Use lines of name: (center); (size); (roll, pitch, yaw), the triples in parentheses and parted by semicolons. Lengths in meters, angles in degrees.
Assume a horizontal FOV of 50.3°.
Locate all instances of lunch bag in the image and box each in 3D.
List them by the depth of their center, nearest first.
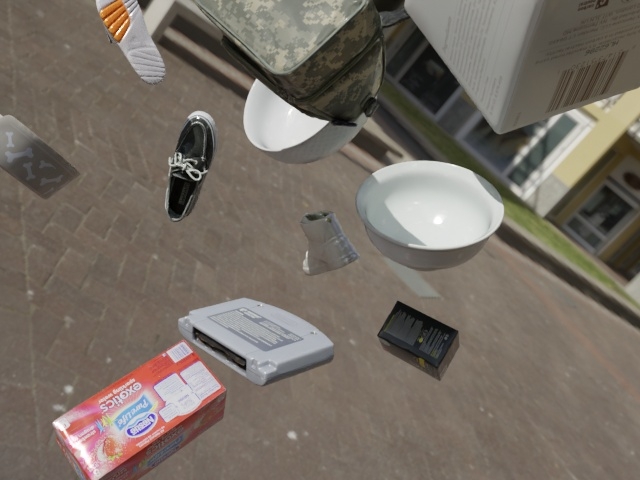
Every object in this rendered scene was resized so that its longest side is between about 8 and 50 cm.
lunch bag: (-0.036, -0.352, 1.162); (0.305, 0.212, 0.256); (45, 3, 23)

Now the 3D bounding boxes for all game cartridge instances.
game cartridge: (-0.123, 0.193, 1.361); (0.198, 0.062, 0.297); (-6, 18, -42)

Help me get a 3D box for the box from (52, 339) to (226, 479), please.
box: (-0.298, 0.304, 1.150); (0.257, 0.122, 0.128); (-32, 63, -31)

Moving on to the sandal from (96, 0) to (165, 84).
sandal: (-0.477, -0.503, 1.689); (0.076, 0.102, 0.265); (-4, -68, 61)

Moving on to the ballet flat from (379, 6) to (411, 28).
ballet flat: (0.218, -0.670, 2.073); (0.057, 0.173, 0.049); (62, -22, 15)

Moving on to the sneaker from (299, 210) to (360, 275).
sneaker: (0.000, 0.000, 1.867); (0.169, 0.108, 0.292); (62, -24, -2)

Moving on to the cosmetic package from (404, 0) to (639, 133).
cosmetic package: (0.394, -0.474, 1.238); (0.327, 0.329, 0.393); (89, -23, -58)

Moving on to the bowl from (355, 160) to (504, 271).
bowl: (0.219, -0.030, 1.412); (0.298, 0.134, 0.298); (-1, 39, 0)

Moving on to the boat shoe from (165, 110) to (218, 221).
boat shoe: (-0.360, -0.195, 1.844); (0.113, 0.306, 0.105); (22, 20, -4)

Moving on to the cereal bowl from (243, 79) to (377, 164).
cereal bowl: (-0.004, -0.311, 1.530); (0.141, 0.339, 0.339); (35, 15, -43)

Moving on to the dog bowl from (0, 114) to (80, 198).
dog bowl: (-0.724, -0.225, 1.559); (0.349, 0.102, 0.349); (35, -12, 8)

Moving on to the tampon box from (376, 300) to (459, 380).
tampon box: (0.230, 0.235, 1.598); (0.161, 0.101, 0.120); (26, -17, 24)
